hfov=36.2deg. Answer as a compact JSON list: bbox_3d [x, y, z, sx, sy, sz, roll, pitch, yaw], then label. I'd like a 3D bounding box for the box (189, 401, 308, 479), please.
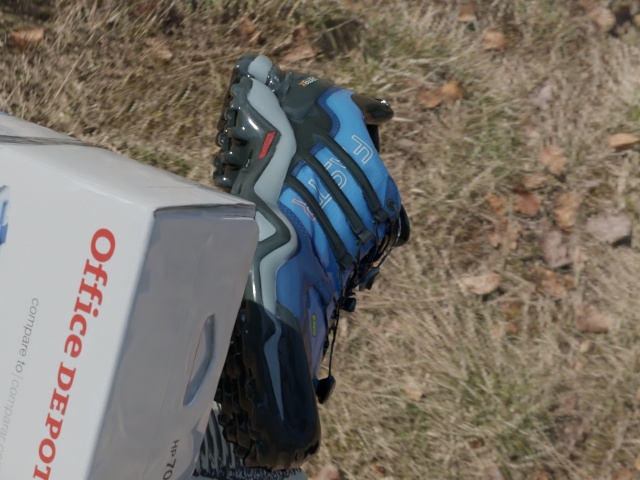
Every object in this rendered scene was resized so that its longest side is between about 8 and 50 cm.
[{"bbox_3d":[-0.141,0.122,0.700,0.094,0.113,0.275,-38,98,26],"label":"box"}]

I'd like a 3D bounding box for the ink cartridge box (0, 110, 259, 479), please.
[{"bbox_3d":[-0.140,0.021,0.441,0.082,0.191,0.139,-1,108,-62],"label":"ink cartridge box"}]

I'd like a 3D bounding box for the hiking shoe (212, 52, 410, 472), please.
[{"bbox_3d":[0.000,0.000,0.626,0.132,0.113,0.304,7,55,-12],"label":"hiking shoe"}]
